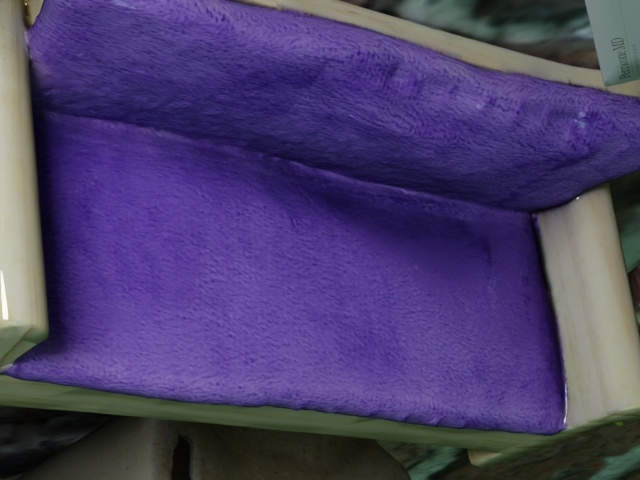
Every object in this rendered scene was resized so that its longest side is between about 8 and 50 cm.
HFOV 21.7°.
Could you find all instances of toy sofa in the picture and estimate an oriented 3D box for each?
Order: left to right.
[{"bbox_3d":[0.000,0.000,0.742,0.362,0.150,0.177,11,152,-38],"label":"toy sofa"}]

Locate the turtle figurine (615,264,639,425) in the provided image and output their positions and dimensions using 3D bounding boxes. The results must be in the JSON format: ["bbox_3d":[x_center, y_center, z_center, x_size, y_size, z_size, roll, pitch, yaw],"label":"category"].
[{"bbox_3d":[0.216,0.005,0.896,0.217,0.087,0.269,-36,162,12],"label":"turtle figurine"}]

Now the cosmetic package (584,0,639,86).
[{"bbox_3d":[0.126,-0.138,0.568,0.098,0.060,0.239,-14,157,10],"label":"cosmetic package"}]

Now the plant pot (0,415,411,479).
[{"bbox_3d":[-0.098,0.246,1.131,0.333,0.334,0.305,11,140,-38],"label":"plant pot"}]
